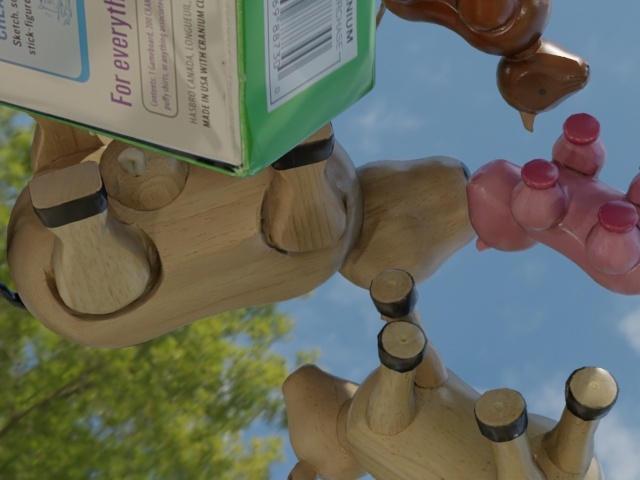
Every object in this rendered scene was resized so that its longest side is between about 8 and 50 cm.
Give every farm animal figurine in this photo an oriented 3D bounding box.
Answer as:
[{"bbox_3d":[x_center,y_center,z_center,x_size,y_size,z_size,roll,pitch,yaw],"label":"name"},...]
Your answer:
[{"bbox_3d":[0.000,0.000,0.738,0.326,0.330,0.172,0,-38,5],"label":"farm animal figurine"}]

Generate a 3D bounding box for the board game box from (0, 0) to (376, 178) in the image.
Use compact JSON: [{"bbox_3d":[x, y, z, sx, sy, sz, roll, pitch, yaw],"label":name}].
[{"bbox_3d":[-0.135,-0.170,0.419,0.316,0.064,0.242,17,-56,28],"label":"board game box"}]
